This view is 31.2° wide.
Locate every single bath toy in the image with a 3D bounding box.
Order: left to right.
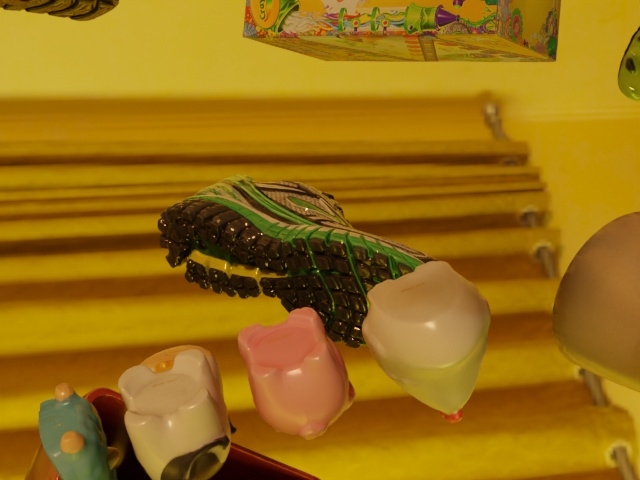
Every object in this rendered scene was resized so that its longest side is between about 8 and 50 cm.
[{"bbox_3d":[-0.033,0.120,0.888,0.151,0.348,0.129,-106,178,-59],"label":"bath toy"}]

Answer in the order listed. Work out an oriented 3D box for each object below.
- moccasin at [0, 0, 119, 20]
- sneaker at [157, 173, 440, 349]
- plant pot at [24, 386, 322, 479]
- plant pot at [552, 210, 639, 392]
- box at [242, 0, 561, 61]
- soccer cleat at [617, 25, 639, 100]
[{"bbox_3d":[-0.425,-0.389,1.513,0.139,0.380,0.147,-19,-100,42],"label":"moccasin"},{"bbox_3d":[0.000,0.000,1.207,0.343,0.146,0.134,21,-46,26],"label":"sneaker"},{"bbox_3d":[-0.193,0.322,1.115,0.235,0.267,0.267,-20,-133,55],"label":"plant pot"},{"bbox_3d":[0.512,0.126,1.607,0.274,0.256,0.257,37,-50,52],"label":"plant pot"},{"bbox_3d":[0.090,-0.335,1.153,0.279,0.177,0.290,6,-87,29],"label":"box"},{"bbox_3d":[0.316,-0.190,0.968,0.179,0.060,0.072,-55,163,6],"label":"soccer cleat"}]
